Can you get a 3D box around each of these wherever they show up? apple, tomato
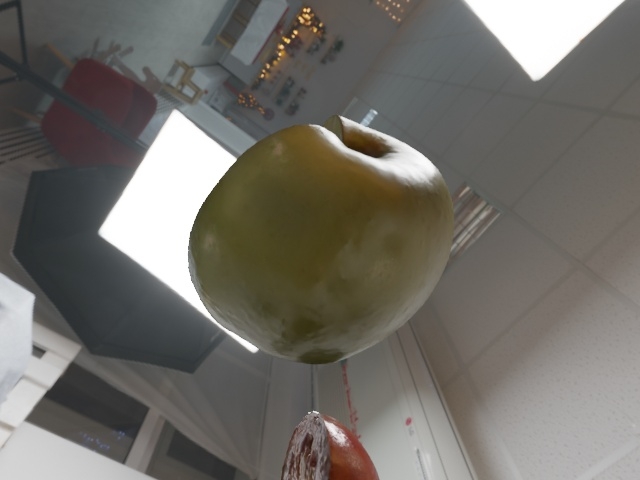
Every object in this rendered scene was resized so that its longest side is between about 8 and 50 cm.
[{"bbox_3d":[0.020,0.007,0.482,0.295,0.233,0.258,-38,152,-63],"label":"apple"},{"bbox_3d":[0.022,0.488,0.770,0.338,0.143,0.338,-166,-90,-75],"label":"tomato"}]
